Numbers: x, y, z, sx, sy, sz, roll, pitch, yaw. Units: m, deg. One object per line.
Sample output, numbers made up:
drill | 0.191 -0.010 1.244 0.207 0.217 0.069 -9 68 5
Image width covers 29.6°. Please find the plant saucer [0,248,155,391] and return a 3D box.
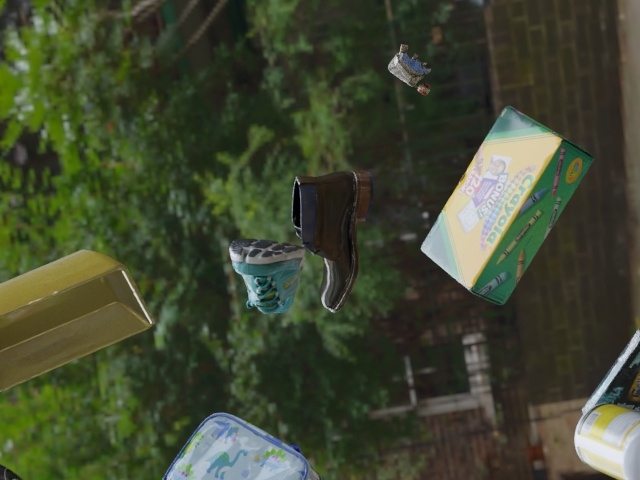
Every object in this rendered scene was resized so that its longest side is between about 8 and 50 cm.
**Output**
plant saucer | -0.473 0.130 2.088 0.333 0.332 0.081 86 161 -69

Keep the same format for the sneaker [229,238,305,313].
sneaker | -0.074 0.058 1.861 0.275 0.107 0.110 40 -123 -78

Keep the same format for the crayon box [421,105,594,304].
crayon box | 0.295 -0.057 1.942 0.278 0.081 0.165 -60 34 9

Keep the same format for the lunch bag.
lunch bag | -0.117 0.373 1.855 0.176 0.219 0.090 -56 -33 -17

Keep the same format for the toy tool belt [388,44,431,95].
toy tool belt | 0.156 -0.283 2.010 0.051 0.083 0.052 -55 8 15

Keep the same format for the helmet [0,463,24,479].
helmet | -0.369 0.307 1.269 0.169 0.169 0.162 -94 -15 -46

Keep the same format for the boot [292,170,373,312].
boot | 0.000 0.000 1.709 0.082 0.106 0.219 -124 40 -60

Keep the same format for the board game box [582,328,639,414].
board game box | 0.533 0.236 2.005 0.026 0.126 0.186 -98 30 -56

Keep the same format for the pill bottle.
pill bottle | 0.461 0.304 1.767 0.184 0.103 0.103 -166 64 -67
